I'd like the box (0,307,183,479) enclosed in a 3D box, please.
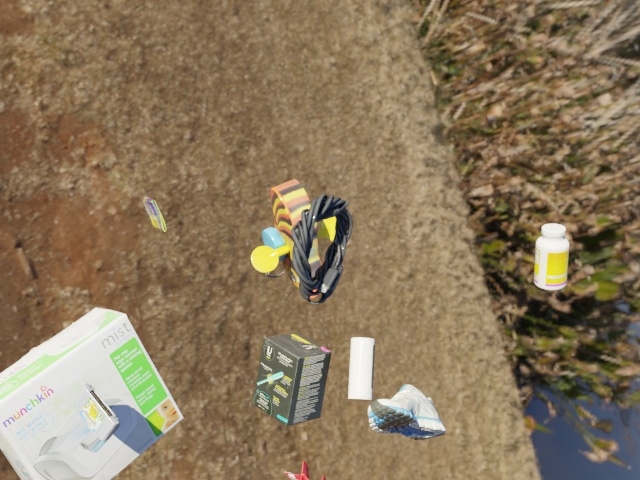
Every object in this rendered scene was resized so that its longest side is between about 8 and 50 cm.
[{"bbox_3d":[-0.407,0.280,1.278,0.262,0.126,0.231,-37,115,-34],"label":"box"}]

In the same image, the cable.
[{"bbox_3d":[0.000,0.000,1.218,0.185,0.047,0.151,-64,143,-31],"label":"cable"}]

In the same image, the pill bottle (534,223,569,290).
[{"bbox_3d":[0.308,0.021,1.008,0.043,0.043,0.083,-43,135,-55],"label":"pill bottle"}]

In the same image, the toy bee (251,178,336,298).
[{"bbox_3d":[-0.029,0.024,1.504,0.162,0.195,0.298,52,-3,30],"label":"toy bee"}]

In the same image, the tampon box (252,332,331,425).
[{"bbox_3d":[-0.062,0.299,1.648,0.101,0.120,0.161,-2,108,-43],"label":"tampon box"}]

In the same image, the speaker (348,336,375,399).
[{"bbox_3d":[0.090,0.283,1.664,0.055,0.055,0.136,22,67,-51],"label":"speaker"}]

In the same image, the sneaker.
[{"bbox_3d":[0.135,0.276,1.254,0.190,0.071,0.083,30,42,-48],"label":"sneaker"}]

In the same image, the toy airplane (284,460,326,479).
[{"bbox_3d":[-0.006,0.442,1.302,0.151,0.028,0.151,48,22,-27],"label":"toy airplane"}]

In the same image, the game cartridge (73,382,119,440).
[{"bbox_3d":[-0.347,0.267,1.168,0.083,0.056,0.017,45,35,16],"label":"game cartridge"}]

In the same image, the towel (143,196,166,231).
[{"bbox_3d":[-0.283,-0.044,1.294,0.009,0.083,0.060,-26,106,-19],"label":"towel"}]
